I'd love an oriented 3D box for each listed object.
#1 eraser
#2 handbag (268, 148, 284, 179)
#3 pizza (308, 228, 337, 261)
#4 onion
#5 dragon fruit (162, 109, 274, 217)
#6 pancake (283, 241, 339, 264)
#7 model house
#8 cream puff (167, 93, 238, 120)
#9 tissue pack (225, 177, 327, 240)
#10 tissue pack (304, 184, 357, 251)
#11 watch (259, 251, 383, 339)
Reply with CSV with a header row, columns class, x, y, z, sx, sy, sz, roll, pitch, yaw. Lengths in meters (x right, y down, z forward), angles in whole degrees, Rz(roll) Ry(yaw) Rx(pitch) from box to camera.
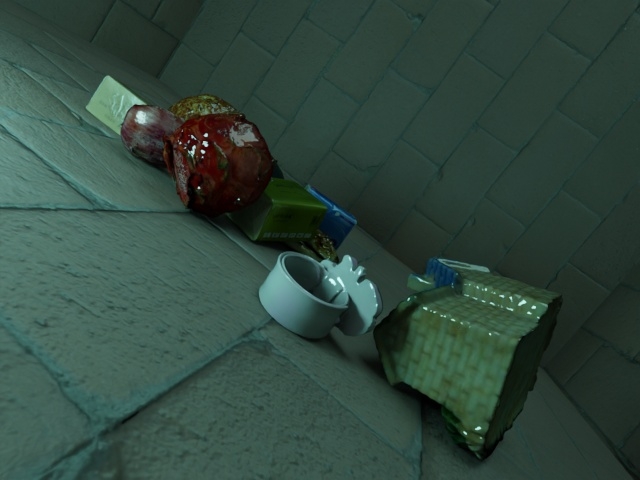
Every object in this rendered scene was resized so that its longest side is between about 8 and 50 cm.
class,x,y,z,sx,sy,sz,roll,pitch,yaw
eraser,-0.613,-0.401,1.525,0.343,0.144,0.078,37,8,3
handbag,-0.309,-0.309,1.864,0.241,0.222,0.263,44,-3,32
pizza,0.001,-0.003,1.673,0.127,0.058,0.246,32,14,-31
onion,-0.467,-0.294,1.375,0.284,0.120,0.227,12,-22,-19
dragon fruit,-0.288,-0.221,1.280,0.295,0.302,0.295,156,-90,-82
pancake,-0.059,0.003,1.761,0.356,0.065,0.356,38,14,-11
model house,0.355,0.276,1.204,0.400,0.394,0.446,24,19,34
cream puff,-0.449,-0.418,1.672,0.350,0.351,0.228,44,-19,37
tissue pack,-0.150,-0.108,1.522,0.200,0.167,0.275,40,22,32
tissue pack,0.000,-0.094,2.020,0.264,0.198,0.146,34,9,-14
watch,-0.003,0.124,1.048,0.231,0.196,0.244,17,24,-45
